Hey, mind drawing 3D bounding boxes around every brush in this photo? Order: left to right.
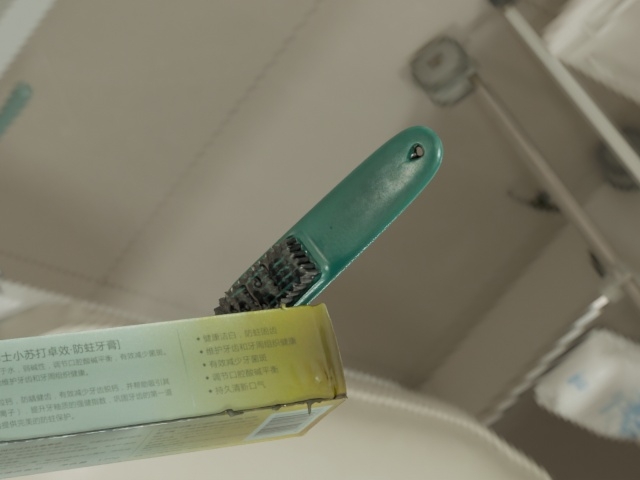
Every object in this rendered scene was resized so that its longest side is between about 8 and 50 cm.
[{"bbox_3d":[0.000,0.000,1.015,0.193,0.043,0.032,-44,165,28],"label":"brush"}]

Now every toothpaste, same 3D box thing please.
[{"bbox_3d":[-0.145,0.092,0.945,0.313,0.071,0.089,-6,161,-24],"label":"toothpaste"}]
